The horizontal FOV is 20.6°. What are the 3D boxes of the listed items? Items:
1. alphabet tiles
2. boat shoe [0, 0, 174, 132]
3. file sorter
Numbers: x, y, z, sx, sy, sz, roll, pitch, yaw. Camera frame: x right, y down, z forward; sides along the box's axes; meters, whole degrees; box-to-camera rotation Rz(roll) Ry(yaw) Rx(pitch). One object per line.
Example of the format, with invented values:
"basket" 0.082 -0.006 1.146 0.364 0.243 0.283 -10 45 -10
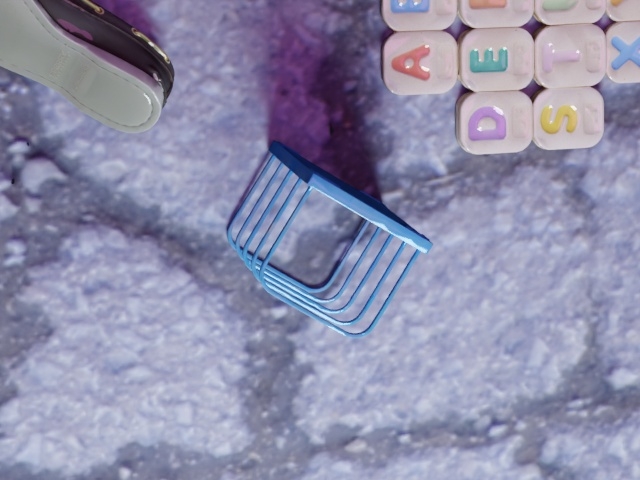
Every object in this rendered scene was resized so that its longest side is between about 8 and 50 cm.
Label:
"alphabet tiles" 0.189 -0.220 1.571 0.278 0.021 0.284 -3 101 -13
"boat shoe" -0.224 -0.176 1.455 0.227 0.069 0.081 35 130 -13
"file sorter" 0.000 0.000 1.485 0.118 0.170 0.104 29 94 -17
